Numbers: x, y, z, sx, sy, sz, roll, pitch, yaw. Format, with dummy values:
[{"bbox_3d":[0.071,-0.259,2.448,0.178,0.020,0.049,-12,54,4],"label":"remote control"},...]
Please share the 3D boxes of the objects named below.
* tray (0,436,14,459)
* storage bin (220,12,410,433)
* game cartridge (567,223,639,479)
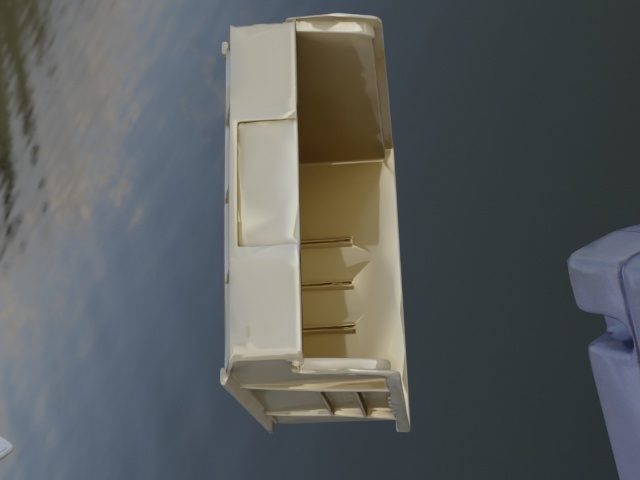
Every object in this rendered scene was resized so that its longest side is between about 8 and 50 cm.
[{"bbox_3d":[-0.415,0.186,0.956,0.270,0.145,0.030,14,117,32],"label":"tray"},{"bbox_3d":[0.000,0.000,0.828,0.260,0.123,0.262,73,-166,-70],"label":"storage bin"},{"bbox_3d":[0.208,0.171,0.360,0.230,0.068,0.355,6,114,64],"label":"game cartridge"}]
